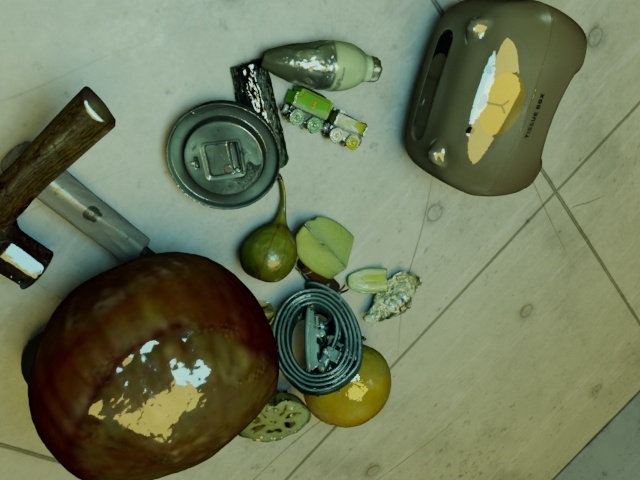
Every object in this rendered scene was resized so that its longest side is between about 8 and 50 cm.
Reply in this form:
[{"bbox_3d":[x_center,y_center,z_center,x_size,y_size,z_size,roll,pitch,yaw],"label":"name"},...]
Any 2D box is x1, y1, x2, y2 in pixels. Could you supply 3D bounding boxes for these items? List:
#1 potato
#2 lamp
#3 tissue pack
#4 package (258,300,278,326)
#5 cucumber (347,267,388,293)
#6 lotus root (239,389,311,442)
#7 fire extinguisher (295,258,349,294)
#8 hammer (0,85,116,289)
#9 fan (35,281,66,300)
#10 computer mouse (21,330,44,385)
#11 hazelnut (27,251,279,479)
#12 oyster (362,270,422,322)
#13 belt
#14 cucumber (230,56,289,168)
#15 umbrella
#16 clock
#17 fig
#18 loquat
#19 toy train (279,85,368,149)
[{"bbox_3d":[0.000,0.000,1.206,0.081,0.120,0.149,-33,111,31],"label":"potato"},{"bbox_3d":[0.006,-0.339,1.002,0.250,0.101,0.101,-2,116,-20],"label":"lamp"},{"bbox_3d":[0.335,-0.297,1.082,0.277,0.267,0.386,5,114,-26],"label":"tissue pack"},{"bbox_3d":[-0.244,0.289,1.205,0.165,0.221,0.311,25,109,7],"label":"package"},{"bbox_3d":[0.118,0.105,1.329,0.108,0.035,0.067,1,78,-11],"label":"cucumber"},{"bbox_3d":[-0.127,0.443,1.353,0.183,0.077,0.203,22,125,-26],"label":"lotus root"},{"bbox_3d":[0.004,0.095,1.267,0.064,0.043,0.158,-36,126,10],"label":"fire extinguisher"},{"bbox_3d":[-0.464,-0.096,0.825,0.409,0.095,0.242,-34,124,21],"label":"hammer"},{"bbox_3d":[-0.494,0.143,1.065,0.182,0.010,0.310,-39,129,-2],"label":"fan"},{"bbox_3d":[-0.477,0.302,1.093,0.183,0.116,0.323,-34,129,0],"label":"computer mouse"},{"bbox_3d":[-0.291,0.208,0.916,0.421,0.421,0.352,-34,138,-6],"label":"hazelnut"},{"bbox_3d":[0.195,0.156,1.385,0.125,0.064,0.177,31,99,-30],"label":"oyster"},{"bbox_3d":[-0.010,0.223,1.206,0.207,0.267,0.116,-13,155,-2],"label":"belt"},{"bbox_3d":[-0.115,-0.243,1.015,0.078,0.062,0.211,-19,123,-16],"label":"cucumber"},{"bbox_3d":[-0.426,-0.047,0.963,0.073,0.067,0.337,-23,130,24],"label":"umbrella"},{"bbox_3d":[-0.184,-0.162,0.998,0.215,0.042,0.214,-2,121,-3],"label":"clock"},{"bbox_3d":[-0.103,-0.027,1.129,0.124,0.124,0.236,11,88,-30],"label":"fig"},{"bbox_3d":[0.066,0.352,1.325,0.244,0.244,0.243,-12,120,-21],"label":"loquat"},{"bbox_3d":[0.011,-0.252,1.075,0.202,0.060,0.081,17,102,-34],"label":"toy train"}]
